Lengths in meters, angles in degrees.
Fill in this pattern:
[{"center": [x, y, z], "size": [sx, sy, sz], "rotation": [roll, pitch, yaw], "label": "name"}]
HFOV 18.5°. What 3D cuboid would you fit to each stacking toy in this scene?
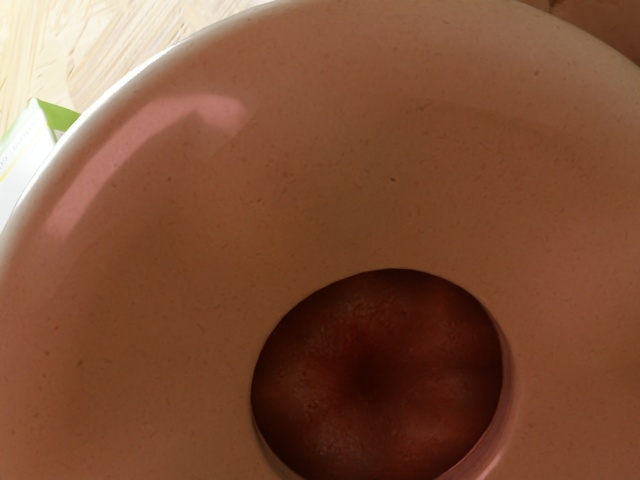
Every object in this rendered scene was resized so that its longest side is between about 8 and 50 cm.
[{"center": [0.000, 0.000, 1.033], "size": [0.351, 0.350, 0.480], "rotation": [-57, 16, 12], "label": "stacking toy"}]

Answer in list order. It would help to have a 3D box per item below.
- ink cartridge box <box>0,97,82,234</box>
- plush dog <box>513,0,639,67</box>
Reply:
[{"center": [-0.174, 0.060, 1.305], "size": [0.189, 0.097, 0.255], "rotation": [-49, 42, 21], "label": "ink cartridge box"}, {"center": [0.142, -0.185, 1.032], "size": [0.262, 0.211, 0.225], "rotation": [-15, 42, 12], "label": "plush dog"}]
